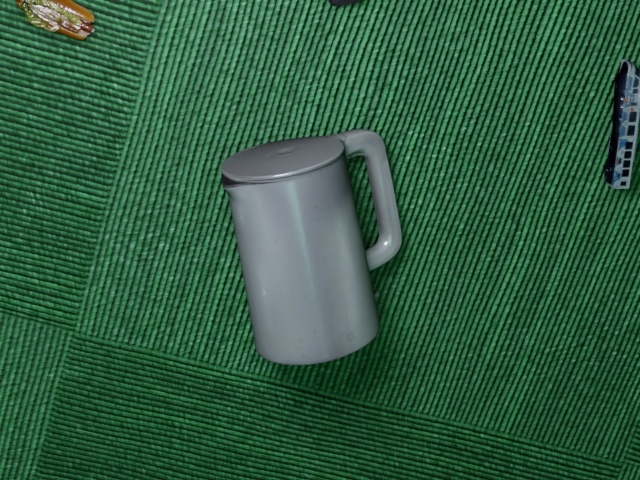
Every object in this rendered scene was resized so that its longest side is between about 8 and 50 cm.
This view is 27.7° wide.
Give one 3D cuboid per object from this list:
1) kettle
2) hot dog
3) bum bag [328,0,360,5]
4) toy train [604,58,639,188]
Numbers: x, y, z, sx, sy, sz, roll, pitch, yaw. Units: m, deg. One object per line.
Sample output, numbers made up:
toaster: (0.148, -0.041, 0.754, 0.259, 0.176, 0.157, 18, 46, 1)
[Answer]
kettle: (-0.003, 0.006, 2.027, 0.265, 0.205, 0.318, -11, 109, 2)
hot dog: (-0.400, -0.340, 1.942, 0.133, 0.041, 0.056, 24, 107, -13)
bum bag: (0.017, -0.446, 1.934, 0.087, 0.049, 0.197, -17, 114, 28)
toy train: (0.486, -0.187, 2.074, 0.047, 0.043, 0.207, -1, 111, -7)
